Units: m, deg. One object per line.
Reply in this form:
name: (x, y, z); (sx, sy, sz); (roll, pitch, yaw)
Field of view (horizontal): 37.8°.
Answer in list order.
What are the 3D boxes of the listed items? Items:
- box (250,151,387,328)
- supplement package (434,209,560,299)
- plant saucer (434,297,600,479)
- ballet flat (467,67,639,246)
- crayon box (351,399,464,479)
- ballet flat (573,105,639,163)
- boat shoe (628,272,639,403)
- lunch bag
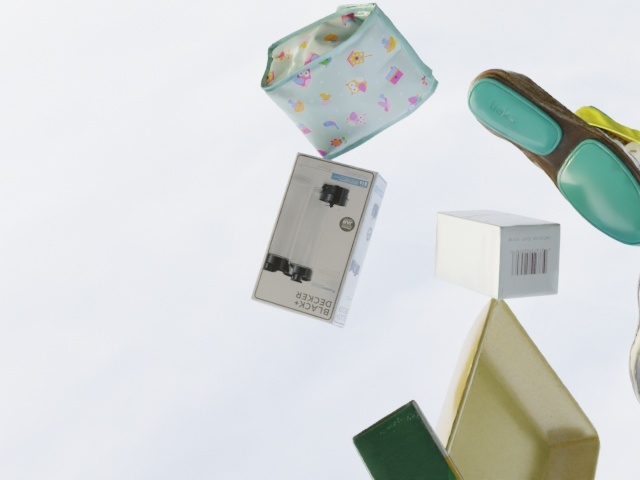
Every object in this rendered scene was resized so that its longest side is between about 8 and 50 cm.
box: (0.000, 0.000, 1.726); (0.169, 0.290, 0.087); (17, 176, 17)
supplement package: (0.254, 0.016, 1.367); (0.105, 0.105, 0.179); (-4, -171, -23)
plant saucer: (0.262, 0.304, 1.309); (0.081, 0.333, 0.333); (-19, -150, 39)
ballet flat: (0.362, -0.133, 1.348); (0.342, 0.116, 0.124); (40, -142, 14)
crayon box: (0.158, 0.341, 0.963); (0.083, 0.203, 0.323); (-32, -117, 0)
ballet flat: (0.497, -0.152, 1.547); (0.077, 0.077, 0.231); (-31, -134, -23)
boat shoe: (0.645, 0.190, 1.684); (0.132, 0.356, 0.130); (-21, -153, -21)
lunch bag: (0.057, -0.304, 1.727); (0.262, 0.223, 0.160); (-25, -141, 27)
